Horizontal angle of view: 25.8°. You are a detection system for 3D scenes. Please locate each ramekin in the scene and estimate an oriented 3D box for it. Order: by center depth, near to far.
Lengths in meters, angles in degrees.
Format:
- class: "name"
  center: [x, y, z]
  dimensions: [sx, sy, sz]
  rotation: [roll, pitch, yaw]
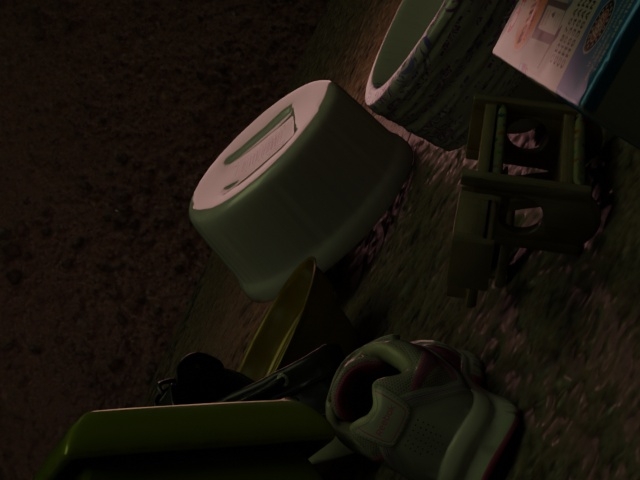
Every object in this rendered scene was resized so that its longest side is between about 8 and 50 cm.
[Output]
- class: "ramekin"
  center: [-0.033, -0.070, 1.721]
  dimensions: [0.277, 0.135, 0.277]
  rotation: [-38, 19, 16]

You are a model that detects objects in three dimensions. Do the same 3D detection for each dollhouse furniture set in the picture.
- class: "dollhouse furniture set"
  center: [0.147, 0.012, 1.030]
  dimensions: [0.182, 0.101, 0.161]
  rotation: [-75, -9, -50]

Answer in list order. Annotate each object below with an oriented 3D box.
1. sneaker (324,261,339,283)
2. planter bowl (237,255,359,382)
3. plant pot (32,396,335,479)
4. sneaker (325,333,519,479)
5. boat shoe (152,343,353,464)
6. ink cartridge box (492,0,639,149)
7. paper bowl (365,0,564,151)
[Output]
- class: "sneaker"
  center: [0.000, 0.000, 1.820]
  dimensions: [0.083, 0.071, 0.191]
  rotation: [-56, 10, 4]
- class: "planter bowl"
  center: [-0.020, 0.133, 1.478]
  dimensions: [0.217, 0.090, 0.217]
  rotation: [-59, 10, 18]
- class: "plant pot"
  center: [-0.098, 0.233, 1.007]
  dimensions: [0.227, 0.228, 0.207]
  rotation: [132, 134, -62]
- class: "sneaker"
  center: [0.060, 0.114, 1.040]
  dimensions: [0.103, 0.111, 0.252]
  rotation: [-63, 9, -2]
- class: "boat shoe"
  center: [-0.096, 0.159, 1.314]
  dimensions: [0.340, 0.113, 0.127]
  rotation: [-13, 1, 45]
- class: "ink cartridge box"
  center: [0.211, -0.115, 0.690]
  dimensions: [0.171, 0.168, 0.233]
  rotation: [-62, 9, 11]
- class: "paper bowl"
  center: [0.168, -0.210, 1.249]
  dimensions: [0.284, 0.148, 0.284]
  rotation: [-60, 10, 17]
